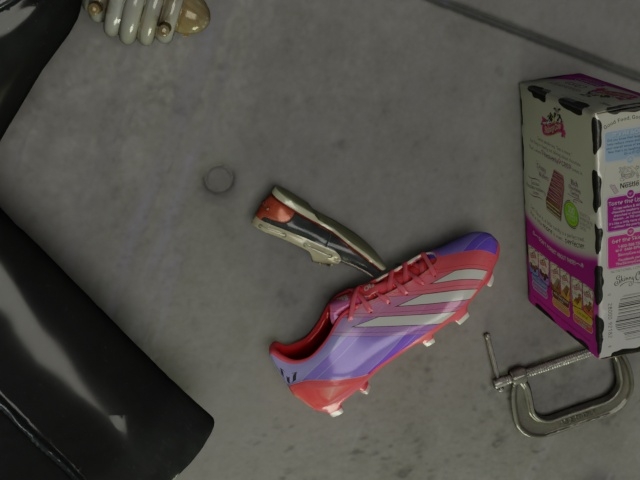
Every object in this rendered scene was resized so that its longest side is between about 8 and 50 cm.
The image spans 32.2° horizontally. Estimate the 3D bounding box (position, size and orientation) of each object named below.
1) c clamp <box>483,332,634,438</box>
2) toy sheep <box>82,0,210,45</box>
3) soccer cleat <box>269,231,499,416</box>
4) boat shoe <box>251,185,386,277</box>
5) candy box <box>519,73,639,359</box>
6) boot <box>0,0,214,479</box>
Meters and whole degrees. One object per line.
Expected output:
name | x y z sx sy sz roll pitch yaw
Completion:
c clamp | 0.257 0.145 1.172 0.161 0.022 0.137 -12 110 -9
toy sheep | -0.155 -0.205 0.925 0.132 0.091 0.091 20 102 -10
soccer cleat | 0.064 0.066 1.072 0.248 0.083 0.095 -41 107 5
boat shoe | 0.000 0.000 1.050 0.137 0.049 0.043 32 101 -18
candy box | 0.254 -0.028 1.042 0.071 0.159 0.233 -11 110 -11
boot | -0.236 0.028 0.937 0.367 0.146 0.445 -31 107 13
